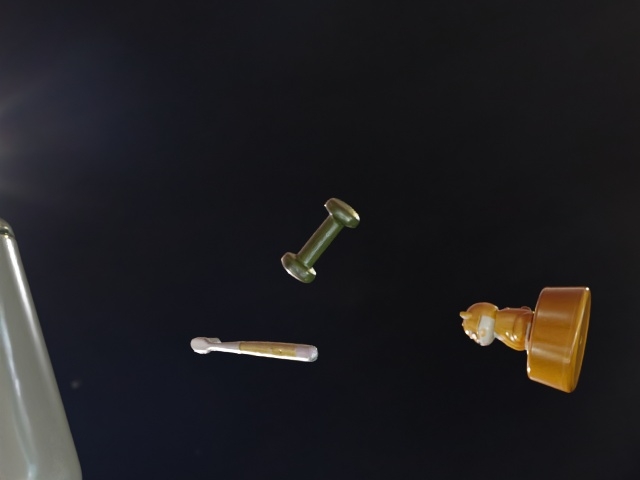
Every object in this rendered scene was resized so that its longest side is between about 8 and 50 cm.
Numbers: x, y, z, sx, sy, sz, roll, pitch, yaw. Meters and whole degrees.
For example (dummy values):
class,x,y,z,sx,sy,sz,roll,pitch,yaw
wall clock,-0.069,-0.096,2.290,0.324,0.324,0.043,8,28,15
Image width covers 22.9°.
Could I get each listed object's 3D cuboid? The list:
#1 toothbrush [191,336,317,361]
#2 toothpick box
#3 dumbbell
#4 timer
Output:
class,x,y,z,sx,sy,sz,roll,pitch,yaw
toothbrush,-0.080,0.131,1.922,0.024,0.021,0.288,-7,-177,-33
toothpick box,-0.320,0.152,1.364,0.229,0.316,0.229,-19,172,-3
dumbbell,0.000,0.000,2.081,0.118,0.052,0.046,-52,179,12
timer,0.247,0.111,1.948,0.152,0.132,0.132,9,-154,14
